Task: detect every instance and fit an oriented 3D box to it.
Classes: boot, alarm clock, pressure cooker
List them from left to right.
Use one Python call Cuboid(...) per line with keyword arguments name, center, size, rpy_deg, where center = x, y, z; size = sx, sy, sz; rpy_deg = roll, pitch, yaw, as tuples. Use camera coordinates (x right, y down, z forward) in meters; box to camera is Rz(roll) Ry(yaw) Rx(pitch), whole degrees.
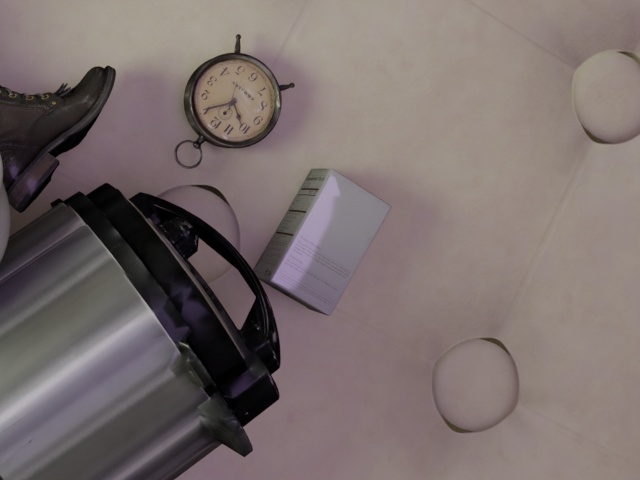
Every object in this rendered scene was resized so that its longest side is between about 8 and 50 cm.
Cuboid(name="boot", center=(-0.400, -0.181, 1.486), size=(0.229, 0.091, 0.263), rpy_deg=(36, 55, -8))
Cuboid(name="pressure cooker", center=(-0.266, 0.140, 1.466), size=(0.420, 0.375, 0.369), rpy_deg=(-37, 100, -12))
Cuboid(name="alarm clock", center=(-0.135, -0.177, 1.654), size=(0.129, 0.064, 0.192), rpy_deg=(42, 78, -16))

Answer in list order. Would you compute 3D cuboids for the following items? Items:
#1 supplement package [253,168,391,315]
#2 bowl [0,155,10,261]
Cuboid(name="supplement package", center=(0.000, 0.000, 1.686), size=(0.105, 0.105, 0.179), rpy_deg=(32, 83, -16))
Cuboid(name="bowl", center=(-0.453, 0.013, 1.308), size=(0.298, 0.298, 0.134), rpy_deg=(-38, 136, -13))
